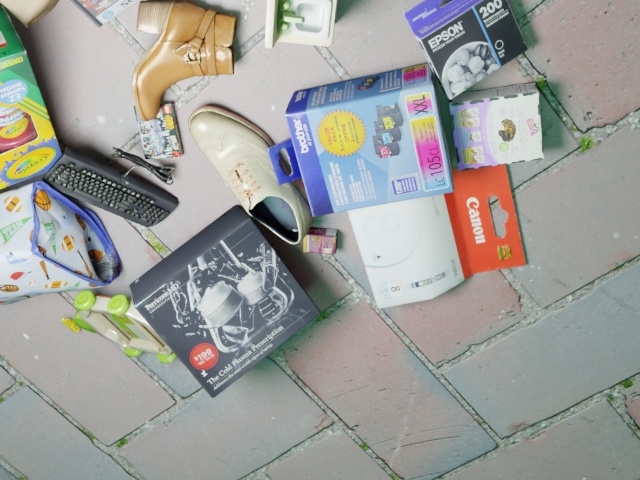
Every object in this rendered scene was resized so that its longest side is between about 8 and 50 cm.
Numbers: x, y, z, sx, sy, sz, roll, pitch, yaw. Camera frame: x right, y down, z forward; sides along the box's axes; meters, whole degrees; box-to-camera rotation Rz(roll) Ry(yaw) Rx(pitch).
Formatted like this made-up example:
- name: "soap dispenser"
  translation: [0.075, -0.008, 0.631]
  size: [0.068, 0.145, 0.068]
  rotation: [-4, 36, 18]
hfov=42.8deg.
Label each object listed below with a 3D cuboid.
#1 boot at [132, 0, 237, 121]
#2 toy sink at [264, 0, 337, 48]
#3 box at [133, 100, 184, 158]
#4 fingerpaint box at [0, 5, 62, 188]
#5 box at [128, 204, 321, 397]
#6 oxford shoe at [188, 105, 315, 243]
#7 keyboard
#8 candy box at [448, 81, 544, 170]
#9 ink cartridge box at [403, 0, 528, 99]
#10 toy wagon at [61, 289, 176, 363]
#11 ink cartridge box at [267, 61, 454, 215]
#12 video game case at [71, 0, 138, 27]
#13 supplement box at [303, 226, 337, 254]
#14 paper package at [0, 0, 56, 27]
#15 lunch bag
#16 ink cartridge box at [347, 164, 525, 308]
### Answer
- name: "boot"
  translation: [-0.303, -0.392, 1.836]
  size: [0.220, 0.109, 0.283]
  rotation: [8, 109, -4]
- name: "toy sink"
  translation: [-0.029, -0.489, 1.667]
  size: [0.131, 0.234, 0.153]
  rotation: [7, 119, 3]
- name: "box"
  translation: [-0.386, -0.264, 1.955]
  size: [0.094, 0.027, 0.137]
  rotation: [-4, 119, 7]
- name: "fingerpaint box"
  translation: [-0.817, -0.244, 1.739]
  size: [0.445, 0.163, 0.371]
  rotation: [-24, 152, -18]
- name: "box"
  translation: [-0.237, 0.146, 2.008]
  size: [0.343, 0.179, 0.312]
  rotation: [-38, 110, -6]
- name: "oxford shoe"
  translation: [-0.158, -0.154, 1.922]
  size: [0.397, 0.146, 0.140]
  rotation: [42, 117, -16]
- name: "keyboard"
  translation: [-0.481, -0.139, 1.964]
  size: [0.317, 0.033, 0.201]
  rotation: [25, 124, -38]
- name: "candy box"
  translation: [0.397, -0.257, 1.844]
  size: [0.196, 0.070, 0.165]
  rotation: [-7, 118, 11]
- name: "ink cartridge box"
  translation: [0.310, -0.441, 1.725]
  size: [0.206, 0.045, 0.208]
  rotation: [-33, 112, -1]
- name: "toy wagon"
  translation: [-0.543, 0.222, 2.177]
  size: [0.344, 0.068, 0.267]
  rotation: [5, 146, 30]
- name: "ink cartridge box"
  translation: [0.086, -0.219, 1.860]
  size: [0.395, 0.151, 0.270]
  rotation: [-9, 118, 13]
- name: "video game case"
  translation: [-0.419, -0.571, 1.641]
  size: [0.248, 0.275, 0.035]
  rotation: [-31, 70, 6]
- name: "supplement box"
  translation: [0.000, 0.000, 2.052]
  size: [0.083, 0.043, 0.055]
  rotation: [5, 120, 5]
- name: "paper package"
  translation: [-0.605, -0.672, 1.668]
  size: [0.325, 0.168, 0.309]
  rotation: [-39, 109, 25]
- name: "lunch bag"
  translation: [-0.727, 0.032, 2.025]
  size: [0.328, 0.239, 0.385]
  rotation: [-12, 156, 14]
- name: "ink cartridge box"
  translation: [0.286, -0.009, 1.988]
  size: [0.385, 0.091, 0.308]
  rotation: [-11, 118, 14]
